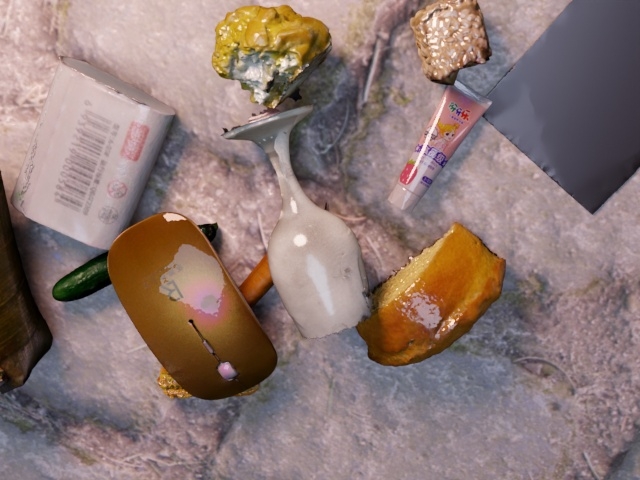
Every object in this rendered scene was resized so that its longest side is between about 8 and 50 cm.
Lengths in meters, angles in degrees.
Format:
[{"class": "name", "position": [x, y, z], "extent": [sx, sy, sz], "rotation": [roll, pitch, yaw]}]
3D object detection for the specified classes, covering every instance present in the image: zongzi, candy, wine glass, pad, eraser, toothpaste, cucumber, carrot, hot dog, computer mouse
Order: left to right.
[{"class": "zongzi", "position": [-0.637, 0.025, 0.958], "extent": [0.432, 0.208, 0.403], "rotation": [3, 117, 7]}, {"class": "eraser", "position": [-0.328, -0.121, 0.966], "extent": [0.174, 0.081, 0.227], "rotation": [27, 108, -2]}, {"class": "cucumber", "position": [-0.287, 0.031, 1.029], "extent": [0.284, 0.056, 0.056], "rotation": [-22, 106, 7]}, {"class": "computer mouse", "position": [-0.184, 0.107, 0.993], "extent": [0.158, 0.072, 0.310], "rotation": [-26, 108, 6]}, {"class": "hot dog", "position": [-0.182, 0.221, 1.093], "extent": [0.165, 0.045, 0.071], "rotation": [-3, 111, 1]}, {"class": "carrot", "position": [-0.122, 0.094, 1.051], "extent": [0.043, 0.043, 0.248], "rotation": [39, 108, -10]}, {"class": "wine glass", "position": [-0.026, -0.026, 0.937], "extent": [0.143, 0.143, 0.321], "rotation": [-15, 99, 7]}, {"class": "toothpaste", "position": [0.165, -0.130, 0.968], "extent": [0.067, 0.043, 0.194], "rotation": [30, 102, -4]}, {"class": "candy", "position": [0.175, -0.266, 0.899], "extent": [0.095, 0.085, 0.110], "rotation": [-25, 102, 0]}, {"class": "pad", "position": [0.429, -0.244, 0.936], "extent": [0.247, 0.007, 0.367], "rotation": [38, 106, -10]}]

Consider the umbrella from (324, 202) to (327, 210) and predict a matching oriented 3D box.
[{"class": "umbrella", "position": [0.003, 0.001, 1.030], "extent": [0.022, 0.013, 0.122], "rotation": [19, 111, 18]}]

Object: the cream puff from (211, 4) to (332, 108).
[{"class": "cream puff", "position": [-0.066, -0.255, 0.884], "extent": [0.156, 0.156, 0.121], "rotation": [28, 71, -7]}]

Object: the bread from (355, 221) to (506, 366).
[{"class": "bread", "position": [0.156, 0.100, 0.994], "extent": [0.260, 0.134, 0.129], "rotation": [-42, 101, 14]}]
